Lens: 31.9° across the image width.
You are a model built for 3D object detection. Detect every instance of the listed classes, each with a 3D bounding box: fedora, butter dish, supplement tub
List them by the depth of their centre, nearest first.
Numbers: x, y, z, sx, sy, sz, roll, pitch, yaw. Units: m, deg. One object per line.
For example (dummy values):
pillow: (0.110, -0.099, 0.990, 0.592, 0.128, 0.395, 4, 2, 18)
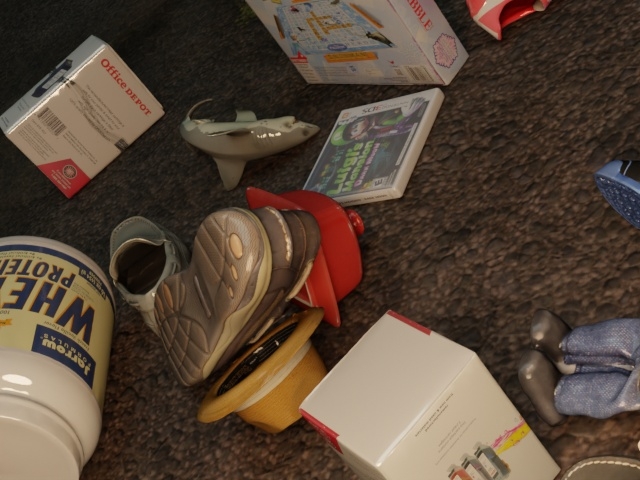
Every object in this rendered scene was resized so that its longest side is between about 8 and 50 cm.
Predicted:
fedora: (-0.047, 0.154, 1.221, 0.194, 0.079, 0.194, -40, 6, 5)
butter dish: (0.000, 0.000, 1.347, 0.118, 0.160, 0.160, -28, 27, -24)
supplement tub: (-0.391, 0.174, 1.430, 0.235, 0.235, 0.325, -29, 34, 17)

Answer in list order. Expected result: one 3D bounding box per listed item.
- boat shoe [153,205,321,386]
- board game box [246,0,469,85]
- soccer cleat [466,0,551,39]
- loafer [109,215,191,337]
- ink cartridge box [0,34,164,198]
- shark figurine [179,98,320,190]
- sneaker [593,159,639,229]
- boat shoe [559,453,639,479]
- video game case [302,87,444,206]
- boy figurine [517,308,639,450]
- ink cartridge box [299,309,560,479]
boat shoe: (-0.093, 0.071, 1.283, 0.355, 0.130, 0.132, -46, 59, 57)
board game box: (0.009, -0.355, 1.579, 0.318, 0.318, 0.066, 11, 58, 50)
soccer cleat: (0.314, -0.368, 1.522, 0.248, 0.083, 0.095, -32, 63, 4)
loafer: (-0.239, 0.033, 1.556, 0.112, 0.111, 0.319, -43, 33, -4)
ink cartridge box: (-0.427, -0.223, 2.000, 0.237, 0.172, 0.100, -43, 32, -4)
shark figurine: (-0.153, -0.137, 1.695, 0.278, 0.116, 0.166, 11, 24, 42)
sneaker: (0.368, -0.040, 1.062, 0.090, 0.081, 0.232, -44, 39, -10)
boat shoe: (0.272, 0.238, 0.803, 0.112, 0.095, 0.335, -42, 33, -3)
video game case: (0.066, -0.121, 1.514, 0.173, 0.022, 0.190, -9, 44, 40)
boy figurine: (0.310, 0.104, 0.934, 0.285, 0.092, 0.177, -11, 40, 43)
ink cartridge box: (0.098, 0.177, 0.982, 0.127, 0.176, 0.128, -46, 33, -14)
